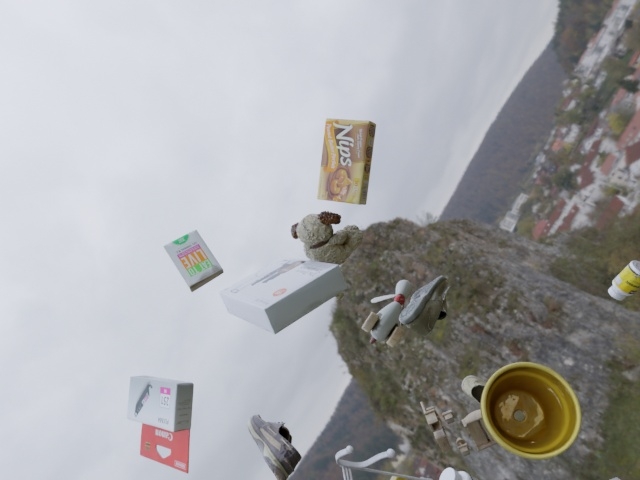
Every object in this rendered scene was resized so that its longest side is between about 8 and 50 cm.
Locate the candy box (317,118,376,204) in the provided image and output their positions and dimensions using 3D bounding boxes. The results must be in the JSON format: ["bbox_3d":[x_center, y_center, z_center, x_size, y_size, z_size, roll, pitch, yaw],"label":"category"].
[{"bbox_3d":[0.100,-0.304,1.776,0.088,0.183,0.316,-7,-74,-65],"label":"candy box"}]

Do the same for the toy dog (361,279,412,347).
[{"bbox_3d":[0.292,0.323,1.933,0.334,0.220,0.161,-25,-23,-36],"label":"toy dog"}]

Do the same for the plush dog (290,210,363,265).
[{"bbox_3d":[0.000,0.000,1.720,0.225,0.263,0.210,55,-149,-24],"label":"plush dog"}]

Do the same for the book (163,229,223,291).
[{"bbox_3d":[-0.329,0.050,1.190,0.096,0.144,0.035,-31,-23,-21],"label":"book"}]

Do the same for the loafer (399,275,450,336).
[{"bbox_3d":[0.289,0.176,1.217,0.094,0.087,0.251,-42,-5,40],"label":"loafer"}]

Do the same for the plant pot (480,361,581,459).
[{"bbox_3d":[0.600,0.506,1.351,0.253,0.254,0.239,-57,-25,-14],"label":"plant pot"}]

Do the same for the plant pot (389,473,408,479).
[{"bbox_3d":[0.242,0.771,1.409,0.081,0.082,0.083,-39,-32,-49],"label":"plant pot"}]

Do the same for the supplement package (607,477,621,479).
[{"bbox_3d":[0.793,0.825,1.218,0.198,0.199,0.262,4,-77,-30],"label":"supplement package"}]

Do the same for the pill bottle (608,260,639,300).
[{"bbox_3d":[0.893,0.119,1.327,0.065,0.065,0.116,-42,-22,-46],"label":"pill bottle"}]

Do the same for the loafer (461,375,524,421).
[{"bbox_3d":[0.622,0.566,1.590,0.101,0.269,0.092,-70,-15,6],"label":"loafer"}]

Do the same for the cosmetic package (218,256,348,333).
[{"bbox_3d":[-0.135,0.165,1.519,0.285,0.377,0.097,-31,-72,-28],"label":"cosmetic package"}]

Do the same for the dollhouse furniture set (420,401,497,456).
[{"bbox_3d":[0.682,0.803,2.116,0.356,0.303,0.173,-26,26,7],"label":"dollhouse furniture set"}]

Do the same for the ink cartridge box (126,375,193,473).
[{"bbox_3d":[-0.472,0.524,1.325,0.060,0.275,0.238,14,-107,-47],"label":"ink cartridge box"}]

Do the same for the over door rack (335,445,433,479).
[{"bbox_3d":[0.192,0.624,1.053,0.108,0.324,0.239,-47,27,22],"label":"over door rack"}]

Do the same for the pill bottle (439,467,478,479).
[{"bbox_3d":[0.518,0.885,1.612,0.108,0.194,0.108,-53,9,12],"label":"pill bottle"}]

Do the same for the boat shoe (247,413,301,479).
[{"bbox_3d":[-0.169,0.764,1.737,0.130,0.355,0.132,-31,-66,-18],"label":"boat shoe"}]

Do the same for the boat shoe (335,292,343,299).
[{"bbox_3d":[0.025,0.171,1.779,0.056,0.153,0.048,-48,-32,4],"label":"boat shoe"}]
